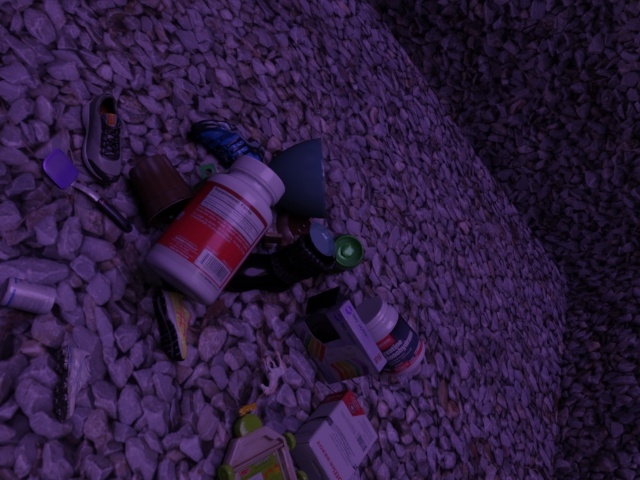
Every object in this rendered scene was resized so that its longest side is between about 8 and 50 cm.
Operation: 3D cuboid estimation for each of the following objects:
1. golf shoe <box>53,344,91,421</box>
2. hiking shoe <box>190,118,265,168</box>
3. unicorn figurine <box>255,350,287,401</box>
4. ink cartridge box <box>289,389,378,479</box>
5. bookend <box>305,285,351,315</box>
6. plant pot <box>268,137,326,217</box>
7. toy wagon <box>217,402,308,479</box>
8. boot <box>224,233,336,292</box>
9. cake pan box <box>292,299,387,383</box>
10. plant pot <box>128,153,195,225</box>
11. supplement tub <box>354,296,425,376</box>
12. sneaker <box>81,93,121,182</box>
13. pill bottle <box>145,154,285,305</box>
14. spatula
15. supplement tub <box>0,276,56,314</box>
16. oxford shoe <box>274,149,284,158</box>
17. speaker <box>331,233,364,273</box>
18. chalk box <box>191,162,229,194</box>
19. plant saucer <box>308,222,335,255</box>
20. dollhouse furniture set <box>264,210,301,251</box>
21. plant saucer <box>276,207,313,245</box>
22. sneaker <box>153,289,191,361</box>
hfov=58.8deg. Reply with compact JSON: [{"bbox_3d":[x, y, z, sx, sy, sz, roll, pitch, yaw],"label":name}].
[{"bbox_3d":[-0.586,0.340,1.358,0.086,0.069,0.176,18,59,-48],"label":"golf shoe"},{"bbox_3d":[-0.308,-0.313,1.953,0.304,0.113,0.132,20,56,-40],"label":"hiking shoe"},{"bbox_3d":[-0.152,0.417,1.788,0.162,0.060,0.111,-19,85,-50],"label":"unicorn figurine"},{"bbox_3d":[0.042,0.649,1.836,0.273,0.114,0.197,-37,99,-51],"label":"ink cartridge box"},{"bbox_3d":[0.059,0.248,2.028,0.156,0.157,0.072,36,48,-29],"label":"bookend"},{"bbox_3d":[-0.085,-0.218,2.054,0.195,0.290,0.290,-4,66,-1],"label":"plant pot"},{"bbox_3d":[-0.176,0.645,1.641,0.267,0.068,0.344,-9,76,-49],"label":"toy wagon"},{"bbox_3d":[-0.144,0.070,1.818,0.348,0.260,0.131,6,66,-46],"label":"boot"},{"bbox_3d":[0.059,0.342,1.911,0.267,0.246,0.070,59,40,-8],"label":"cake pan box"},{"bbox_3d":[-0.469,-0.155,1.673,0.167,0.167,0.165,-24,82,-50],"label":"plant pot"},{"bbox_3d":[0.249,0.364,2.146,0.272,0.191,0.191,49,42,-18],"label":"supplement tub"},{"bbox_3d":[-0.616,-0.294,1.618,0.100,0.108,0.271,3,70,-48],"label":"sneaker"},{"bbox_3d":[-0.285,-0.038,1.616,0.229,0.229,0.407,44,69,-23],"label":"pill bottle"},{"bbox_3d":[-0.635,-0.125,1.568,0.296,0.030,0.084,45,45,-22],"label":"spatula"},{"bbox_3d":[-0.693,0.132,1.343,0.107,0.071,0.071,25,54,-38],"label":"supplement tub"},{"bbox_3d":[-0.102,-0.280,2.210,0.212,0.076,0.076,21,86,-42],"label":"oxford shoe"},{"bbox_3d":[0.071,0.051,2.035,0.131,0.296,0.131,1,83,-8],"label":"speaker"},{"bbox_3d":[-0.330,-0.145,1.832,0.132,0.132,0.213,-27,90,-49],"label":"chalk box"},{"bbox_3d":[0.000,0.000,1.806,0.119,0.021,0.119,35,38,-33],"label":"plant saucer"},{"bbox_3d":[-0.120,-0.033,1.991,0.151,0.144,0.123,4,62,-7],"label":"dollhouse furniture set"},{"bbox_3d":[-0.080,-0.042,2.122,0.198,0.036,0.198,24,53,-37],"label":"plant saucer"},{"bbox_3d":[-0.399,0.235,1.601,0.094,0.081,0.208,0,70,-49],"label":"sneaker"}]
